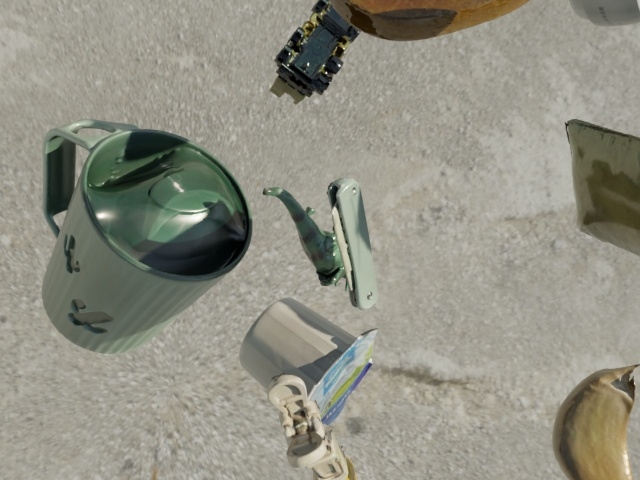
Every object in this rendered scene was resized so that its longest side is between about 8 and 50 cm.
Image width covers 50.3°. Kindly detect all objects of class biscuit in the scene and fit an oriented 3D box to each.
[{"bbox_3d":[0.190,-0.495,1.126,0.394,0.070,0.350,-13,72,-1],"label":"biscuit"}]

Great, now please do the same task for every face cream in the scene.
[{"bbox_3d":[0.396,-0.342,0.898,0.117,0.104,0.117,-15,115,-33],"label":"face cream"}]

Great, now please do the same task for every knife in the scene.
[{"bbox_3d":[0.034,0.008,0.723,0.044,0.023,0.162,-40,131,-37],"label":"knife"}]

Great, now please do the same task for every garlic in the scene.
[{"bbox_3d":[0.645,0.415,1.568,0.196,0.151,0.338,7,87,28],"label":"garlic"}]

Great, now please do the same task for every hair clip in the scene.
[{"bbox_3d":[0.001,0.194,0.613,0.034,0.226,0.072,-21,55,0],"label":"hair clip"}]

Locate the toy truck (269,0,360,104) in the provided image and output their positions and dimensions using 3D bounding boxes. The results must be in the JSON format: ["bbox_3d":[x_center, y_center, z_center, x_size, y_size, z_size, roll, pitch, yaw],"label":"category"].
[{"bbox_3d":[-0.013,-0.420,1.518,0.127,0.127,0.257,35,61,-12],"label":"toy truck"}]

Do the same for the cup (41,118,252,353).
[{"bbox_3d":[-0.357,-0.019,1.304,0.310,0.392,0.401,1,58,-38],"label":"cup"}]

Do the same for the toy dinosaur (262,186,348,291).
[{"bbox_3d":[0.011,-0.012,1.210,0.120,0.079,0.292,-47,132,-22],"label":"toy dinosaur"}]

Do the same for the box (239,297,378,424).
[{"bbox_3d":[-0.035,0.252,1.429,0.206,0.291,0.262,36,66,22],"label":"box"}]

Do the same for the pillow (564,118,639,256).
[{"bbox_3d":[0.416,-0.040,0.850,0.075,0.302,0.185,-22,116,-12],"label":"pillow"}]

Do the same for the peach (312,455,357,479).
[{"bbox_3d":[0.038,0.563,1.523,0.103,0.179,0.179,-14,81,-2],"label":"peach"}]
